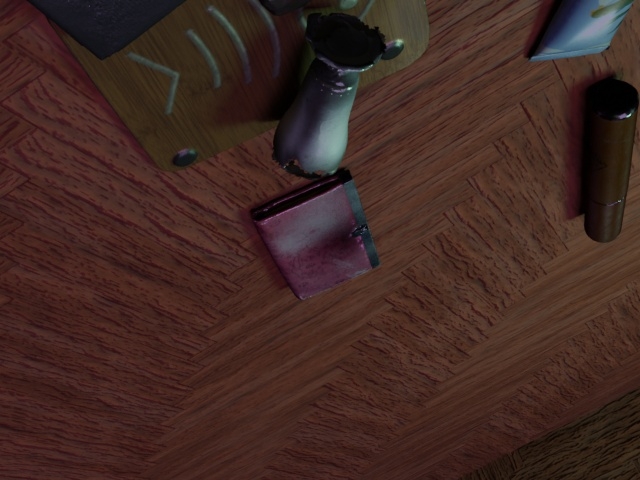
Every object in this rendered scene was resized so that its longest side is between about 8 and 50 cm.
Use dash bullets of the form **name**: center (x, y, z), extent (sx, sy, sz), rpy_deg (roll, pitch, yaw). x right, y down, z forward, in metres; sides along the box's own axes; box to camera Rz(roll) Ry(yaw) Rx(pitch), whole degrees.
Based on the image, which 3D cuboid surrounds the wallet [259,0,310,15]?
- **wallet**: center (0.032, -0.264, 0.680), extent (0.229, 0.049, 0.182), rpy_deg (-27, 138, 5)

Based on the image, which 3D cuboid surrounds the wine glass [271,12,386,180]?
- **wine glass**: center (0.003, -0.124, 0.886), extent (0.072, 0.072, 0.155), rpy_deg (-12, 152, -22)

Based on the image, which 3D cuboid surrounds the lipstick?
- **lipstick**: center (0.365, -0.090, 1.291), extent (0.057, 0.057, 0.356), rpy_deg (-25, 154, 2)

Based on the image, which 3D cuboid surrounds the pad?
- **pad**: center (-0.048, -0.175, 0.843), extent (0.284, 0.018, 0.286), rpy_deg (-25, 155, 1)

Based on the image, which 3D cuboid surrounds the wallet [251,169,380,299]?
- **wallet**: center (0.000, 0.000, 1.196), extent (0.119, 0.025, 0.232), rpy_deg (-23, 153, 1)

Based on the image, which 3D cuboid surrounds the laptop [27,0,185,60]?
- **laptop**: center (-0.155, -0.208, 0.670), extent (0.135, 0.016, 0.197), rpy_deg (-32, 147, 12)

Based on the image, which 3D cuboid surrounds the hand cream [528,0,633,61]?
- **hand cream**: center (0.268, -0.244, 0.943), extent (0.088, 0.055, 0.256), rpy_deg (-13, 159, -12)
